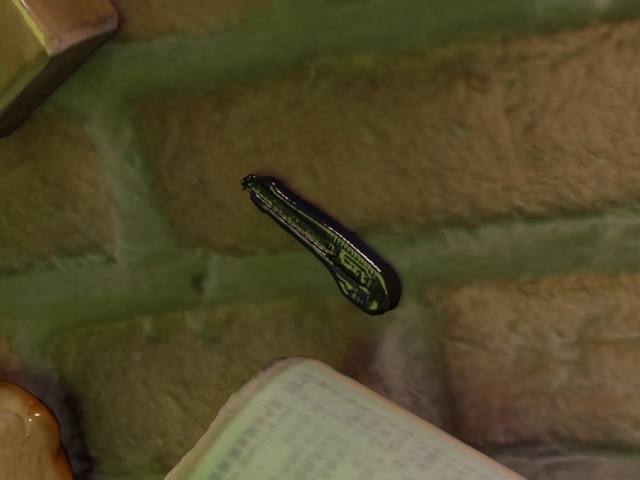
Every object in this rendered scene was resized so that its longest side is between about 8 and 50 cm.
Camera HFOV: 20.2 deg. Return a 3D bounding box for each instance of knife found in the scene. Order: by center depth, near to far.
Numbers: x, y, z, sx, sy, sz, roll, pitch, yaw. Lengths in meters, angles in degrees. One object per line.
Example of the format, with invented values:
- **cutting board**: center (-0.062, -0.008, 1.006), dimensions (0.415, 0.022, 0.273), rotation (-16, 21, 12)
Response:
- **knife**: center (0.000, 0.000, 1.081), dimensions (0.121, 0.018, 0.031), rotation (40, 123, 13)

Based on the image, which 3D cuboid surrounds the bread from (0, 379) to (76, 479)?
- **bread**: center (-0.306, 0.261, 1.297), dimensions (0.323, 0.143, 0.333), rotation (3, 111, 31)

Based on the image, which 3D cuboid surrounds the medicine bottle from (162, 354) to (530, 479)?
- **medicine bottle**: center (0.101, 0.258, 0.993), dimensions (0.406, 0.236, 0.235), rotation (29, 122, 18)

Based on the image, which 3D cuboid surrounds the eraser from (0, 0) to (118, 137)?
- **eraser**: center (-0.279, -0.225, 1.118), dimensions (0.144, 0.078, 0.343), rotation (-37, 88, 36)
